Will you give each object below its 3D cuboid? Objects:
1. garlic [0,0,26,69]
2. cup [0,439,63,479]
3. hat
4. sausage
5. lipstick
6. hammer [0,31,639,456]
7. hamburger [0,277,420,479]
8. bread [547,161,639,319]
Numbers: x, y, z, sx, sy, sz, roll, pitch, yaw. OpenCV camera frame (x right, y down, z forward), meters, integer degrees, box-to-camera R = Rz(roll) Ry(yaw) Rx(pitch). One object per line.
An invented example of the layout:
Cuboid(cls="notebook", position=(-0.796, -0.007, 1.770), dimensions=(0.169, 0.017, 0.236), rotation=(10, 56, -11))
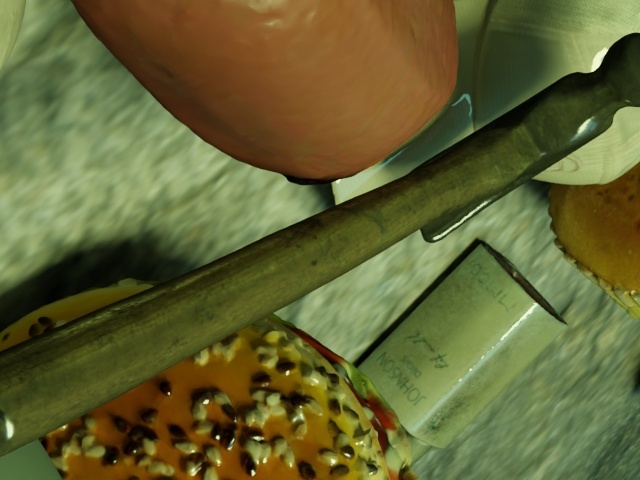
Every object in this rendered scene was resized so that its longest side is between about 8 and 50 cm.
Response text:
Cuboid(cls="garlic", position=(-0.195, -0.095, 0.694), dimensions=(0.229, 0.143, 0.178), rotation=(-22, 144, -45))
Cuboid(cls="cup", position=(-0.267, 0.181, 0.835), dimensions=(0.259, 0.274, 0.357), rotation=(-4, 133, -46))
Cuboid(cls="hat", position=(0.118, -0.069, 1.090), dimensions=(0.226, 0.164, 0.219), rotation=(-52, 154, -18))
Cuboid(cls="sausage", position=(-0.025, -0.118, 0.841), dimensions=(0.152, 0.152, 0.280), rotation=(-42, 155, 1))
Cuboid(cls="lipstick", position=(0.062, 0.120, 1.323), dimensions=(0.253, 0.079, 0.077), rotation=(-46, 149, 8))
Cuboid(cls="hammer", position=(0.000, 0.000, 0.869), dimensions=(0.440, 0.044, 0.168), rotation=(-26, 174, -45))
Cuboid(cls="hamburger", position=(-0.093, 0.160, 1.008), dimensions=(0.300, 0.300, 0.176), rotation=(-39, 163, -3))
Cuboid(cls="bread", position=(0.273, -0.056, 1.239), dimensions=(0.250, 0.179, 0.133), rotation=(-43, 146, 4))
